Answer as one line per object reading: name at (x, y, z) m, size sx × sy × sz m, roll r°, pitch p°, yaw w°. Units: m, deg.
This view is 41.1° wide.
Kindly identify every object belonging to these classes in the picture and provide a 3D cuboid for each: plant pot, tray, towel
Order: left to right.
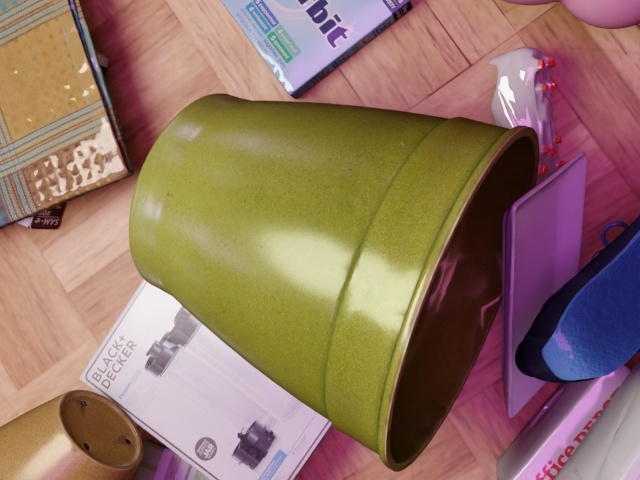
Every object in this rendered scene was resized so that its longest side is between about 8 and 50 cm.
towel at (-0.402, -0.208, 1.059) m, size 0.271 × 0.040 × 0.370 m, roll -20°, pitch 87°, yaw 12°
plant pot at (-0.334, 0.302, 1.002) m, size 0.237 × 0.237 × 0.254 m, roll 45°, pitch 105°, yaw 7°
towel at (-0.176, 0.335, 1.102) m, size 0.152 × 0.023 × 0.113 m, roll 21°, pitch 92°, yaw 12°
plant pot at (0.000, 0.000, 0.922) m, size 0.353 × 0.366 × 0.367 m, roll 22°, pitch 94°, yaw 21°
tray at (0.232, 0.048, 0.915) m, size 0.030 × 0.145 × 0.270 m, roll 22°, pitch 131°, yaw 39°

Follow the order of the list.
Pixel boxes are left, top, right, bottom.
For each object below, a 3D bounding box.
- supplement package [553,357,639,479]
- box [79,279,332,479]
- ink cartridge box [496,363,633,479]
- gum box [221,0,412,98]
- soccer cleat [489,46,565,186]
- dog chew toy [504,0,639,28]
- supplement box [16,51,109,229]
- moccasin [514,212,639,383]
supplement package at (0.384, 0.251, 0.782) m, size 0.262 × 0.199 × 0.198 m, roll 35°, pitch 93°, yaw 9°
box at (-0.131, 0.184, 1.056) m, size 0.290 × 0.087 × 0.169 m, roll 36°, pitch 96°, yaw 9°
ink cartridge box at (0.364, 0.282, 0.948) m, size 0.278 × 0.117 × 0.201 m, roll 39°, pitch 97°, yaw 8°
gum box at (-0.007, -0.294, 1.053) m, size 0.184 × 0.041 × 0.157 m, roll -37°, pitch 84°, yaw 10°
soccer cleat at (0.239, -0.126, 1.002) m, size 0.076 × 0.068 × 0.196 m, roll 2°, pitch 99°, yaw 41°
dog chew toy at (0.312, -0.325, 0.919) m, size 0.331 × 0.206 × 0.207 m, roll 25°, pitch 95°, yaw 2°
supplement box at (-0.379, -0.146, 1.108) m, size 0.130 × 0.073 × 0.240 m, roll 18°, pitch 94°, yaw 11°
moccasin at (0.332, 0.035, 0.913) m, size 0.342 × 0.117 × 0.138 m, roll -24°, pitch 84°, yaw -26°
